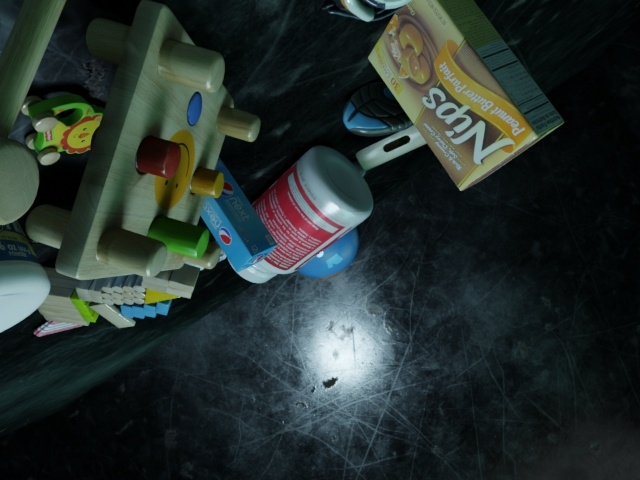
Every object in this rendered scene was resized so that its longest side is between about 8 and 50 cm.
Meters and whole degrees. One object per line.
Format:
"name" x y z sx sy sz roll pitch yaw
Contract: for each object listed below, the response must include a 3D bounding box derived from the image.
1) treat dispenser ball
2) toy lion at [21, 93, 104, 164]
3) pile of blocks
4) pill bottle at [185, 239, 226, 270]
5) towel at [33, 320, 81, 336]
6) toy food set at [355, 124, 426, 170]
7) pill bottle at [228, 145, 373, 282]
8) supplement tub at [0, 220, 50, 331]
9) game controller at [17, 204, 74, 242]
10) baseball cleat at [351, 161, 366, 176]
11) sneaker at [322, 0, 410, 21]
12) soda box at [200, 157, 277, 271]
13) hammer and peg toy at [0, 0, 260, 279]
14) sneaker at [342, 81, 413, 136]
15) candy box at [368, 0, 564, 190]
"treat dispenser ball" 0.000 0.000 1.591 0.288 0.288 0.288 -33 173 -5
"toy lion" -0.291 -0.135 0.499 0.096 0.034 0.100 -36 176 -37
"pile of blocks" -0.369 0.077 0.801 0.363 0.112 0.148 -8 137 17
"pill bottle" -0.351 0.049 1.277 0.120 0.067 0.067 -28 171 -34
"towel" -0.630 0.179 1.115 0.197 0.029 0.144 -37 172 10
"toy food set" 0.229 -0.297 1.217 0.220 0.092 0.306 -22 -172 21
"pill bottle" -0.074 -0.051 1.165 0.408 0.229 0.229 -38 171 32
"supplement tub" -0.356 -0.008 0.372 0.144 0.199 0.144 -32 173 -4
"game controller" -0.348 -0.020 0.702 0.167 0.067 0.319 1 -178 16
"baseball cleat" 0.085 -0.220 1.361 0.206 0.072 0.109 -33 167 -31
"sneaker" 0.039 -0.259 0.375 0.126 0.127 0.321 -34 -166 10
"soda box" -0.176 -0.050 0.809 0.067 0.210 0.071 -26 169 -44
"hammer and peg toy" -0.172 -0.092 0.428 0.361 0.128 0.265 44 64 -87
"sneaker" 0.177 -0.302 1.006 0.341 0.125 0.140 -27 172 -32
"candy box" 0.233 -0.266 0.730 0.088 0.316 0.183 -30 173 -27
